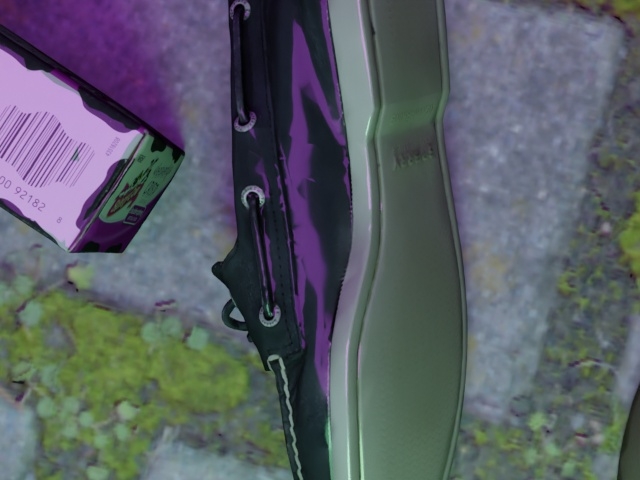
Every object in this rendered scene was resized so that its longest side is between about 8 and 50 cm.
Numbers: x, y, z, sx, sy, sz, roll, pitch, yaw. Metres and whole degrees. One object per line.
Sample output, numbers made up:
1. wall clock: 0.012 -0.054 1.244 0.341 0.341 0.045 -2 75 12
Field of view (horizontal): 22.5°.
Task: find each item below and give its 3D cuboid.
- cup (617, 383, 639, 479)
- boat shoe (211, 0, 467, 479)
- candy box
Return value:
1. cup: 0.320 0.140 0.742 0.331 0.237 0.331 0 91 2
2. boat shoe: -0.002 0.000 0.820 0.113 0.127 0.340 1 99 32
3. candy box: -0.187 -0.084 0.799 0.233 0.159 0.071 33 90 1
